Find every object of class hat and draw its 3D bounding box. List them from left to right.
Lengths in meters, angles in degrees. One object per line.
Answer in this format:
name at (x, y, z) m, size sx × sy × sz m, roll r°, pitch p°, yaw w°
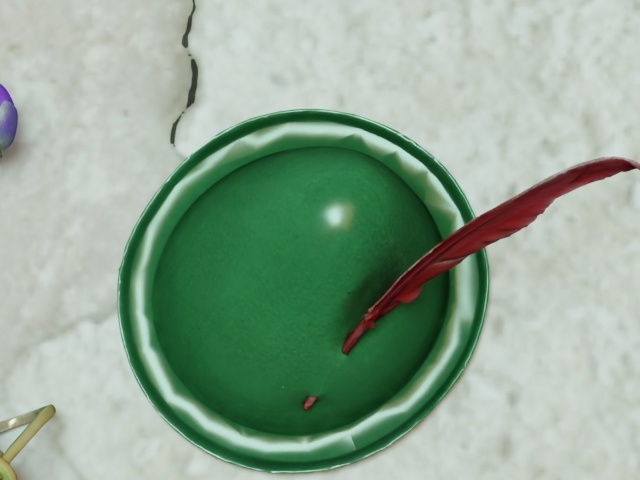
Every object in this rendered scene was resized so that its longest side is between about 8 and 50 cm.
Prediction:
hat at (0.000, 0.000, 0.853) m, size 0.208 × 0.183 × 0.173 m, roll -43°, pitch 82°, yaw -6°

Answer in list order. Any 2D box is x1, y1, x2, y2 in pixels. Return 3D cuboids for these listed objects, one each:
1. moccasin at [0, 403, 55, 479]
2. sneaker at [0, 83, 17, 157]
moccasin at (-0.206, 0.102, 0.871) m, size 0.147 × 0.139 × 0.380 m, roll -45°, pitch 73°, yaw 2°
sneaker at (-0.270, -0.135, 0.920) m, size 0.293 × 0.102 × 0.146 m, roll 20°, pitch 80°, yaw 4°
